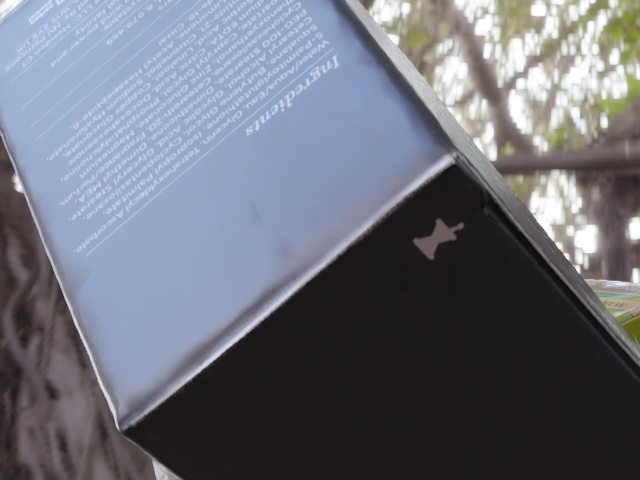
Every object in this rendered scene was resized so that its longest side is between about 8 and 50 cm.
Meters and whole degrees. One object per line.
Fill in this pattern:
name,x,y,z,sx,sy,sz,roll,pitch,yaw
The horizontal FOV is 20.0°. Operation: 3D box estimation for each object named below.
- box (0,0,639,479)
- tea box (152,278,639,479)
box,0.000,0.000,1.057,0.212,0.395,0.293,-40,-52,6
tea box,0.089,0.172,1.472,0.329,0.323,0.220,4,-72,47
